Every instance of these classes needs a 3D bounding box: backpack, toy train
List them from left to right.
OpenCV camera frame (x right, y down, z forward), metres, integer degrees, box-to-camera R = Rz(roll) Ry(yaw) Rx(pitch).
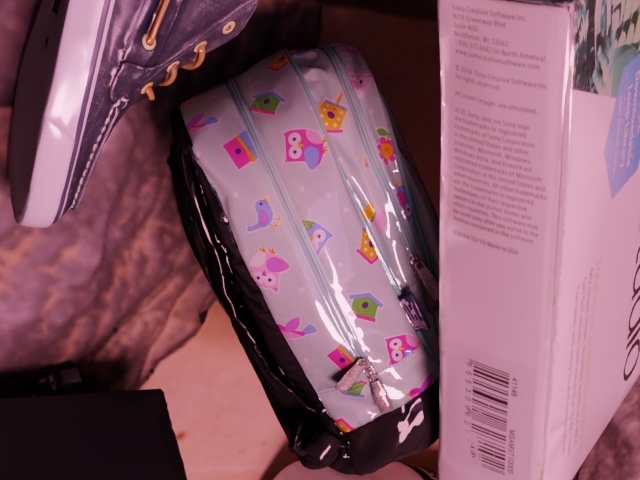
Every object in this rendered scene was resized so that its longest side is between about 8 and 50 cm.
[{"bbox_3d":[-0.138,0.139,0.556,0.036,0.027,0.158,-10,120,-19],"label":"toy train"},{"bbox_3d":[0.000,0.000,0.487,0.115,0.152,0.182,-26,110,-6],"label":"backpack"}]

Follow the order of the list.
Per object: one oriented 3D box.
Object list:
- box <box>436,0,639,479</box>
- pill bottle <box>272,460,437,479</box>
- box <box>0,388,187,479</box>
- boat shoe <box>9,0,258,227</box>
[{"bbox_3d":[0.156,-0.052,0.494,0.322,0.058,0.232,-40,136,-44],"label":"box"},{"bbox_3d":[0.066,0.205,0.644,0.208,0.119,0.119,21,105,-36],"label":"pill bottle"},{"bbox_3d":[-0.201,0.177,0.479,0.261,0.103,0.184,0,119,-19],"label":"box"},{"bbox_3d":[-0.076,-0.085,0.438,0.083,0.065,0.183,9,111,-30],"label":"boat shoe"}]
